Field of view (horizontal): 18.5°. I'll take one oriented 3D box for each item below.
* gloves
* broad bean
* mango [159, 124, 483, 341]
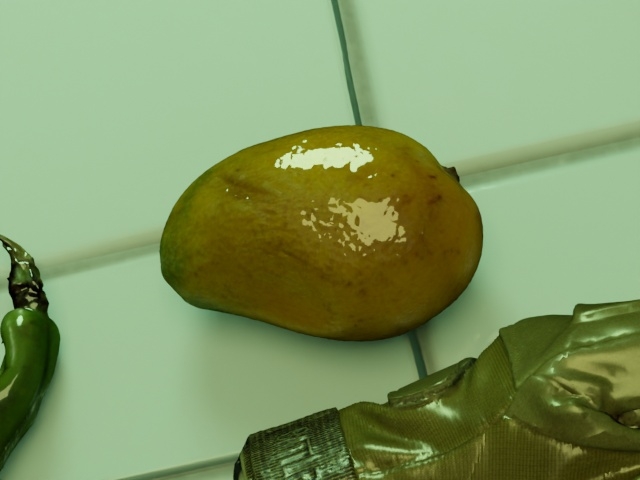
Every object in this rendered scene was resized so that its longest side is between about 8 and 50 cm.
[{"bbox_3d":[0.123,0.101,0.943,0.331,0.154,0.141,-13,69,8],"label":"gloves"},{"bbox_3d":[-0.226,0.137,1.016,0.098,0.056,0.318,19,66,19],"label":"broad bean"},{"bbox_3d":[0.003,-0.006,1.032,0.165,0.089,0.115,12,80,14],"label":"mango"}]
